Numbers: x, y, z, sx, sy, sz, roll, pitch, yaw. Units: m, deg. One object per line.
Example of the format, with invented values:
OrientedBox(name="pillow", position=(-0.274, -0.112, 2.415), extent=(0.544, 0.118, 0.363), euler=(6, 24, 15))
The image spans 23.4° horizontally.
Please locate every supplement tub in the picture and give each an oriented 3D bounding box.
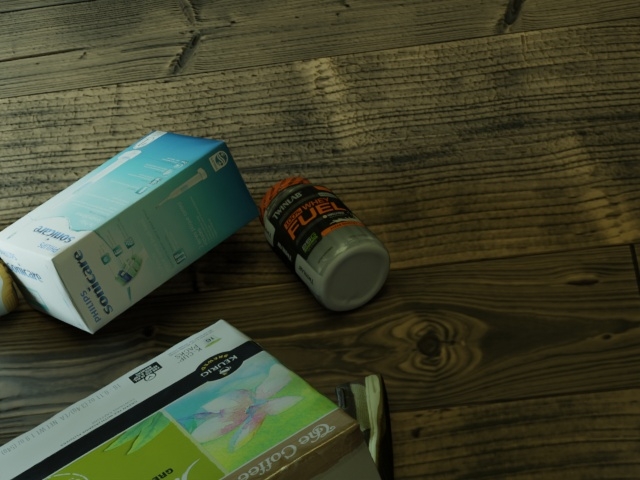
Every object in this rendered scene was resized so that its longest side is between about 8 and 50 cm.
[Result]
OrientedBox(name="supplement tub", position=(0.000, 0.000, 2.090), extent=(0.117, 0.117, 0.190), euler=(-28, 45, -16))

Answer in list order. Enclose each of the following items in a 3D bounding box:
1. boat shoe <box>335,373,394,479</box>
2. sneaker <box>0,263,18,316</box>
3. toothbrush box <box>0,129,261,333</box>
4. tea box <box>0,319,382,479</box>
OrientedBox(name="boat shoe", position=(0.046, 0.251, 1.852), extent=(0.073, 0.080, 0.223), euler=(-10, 38, 10))
OrientedBox(name="sneaker", position=(-0.552, 0.026, 2.196), extent=(0.131, 0.112, 0.296), euler=(-33, 46, -20))
OrientedBox(name="toothbrush box", position=(-0.267, -0.019, 2.118), extent=(0.295, 0.126, 0.216), euler=(-36, 25, -25))
OrientedBox(name="tea box", position=(-0.132, 0.286, 1.532), extent=(0.329, 0.220, 0.323), euler=(-31, 28, -18))
